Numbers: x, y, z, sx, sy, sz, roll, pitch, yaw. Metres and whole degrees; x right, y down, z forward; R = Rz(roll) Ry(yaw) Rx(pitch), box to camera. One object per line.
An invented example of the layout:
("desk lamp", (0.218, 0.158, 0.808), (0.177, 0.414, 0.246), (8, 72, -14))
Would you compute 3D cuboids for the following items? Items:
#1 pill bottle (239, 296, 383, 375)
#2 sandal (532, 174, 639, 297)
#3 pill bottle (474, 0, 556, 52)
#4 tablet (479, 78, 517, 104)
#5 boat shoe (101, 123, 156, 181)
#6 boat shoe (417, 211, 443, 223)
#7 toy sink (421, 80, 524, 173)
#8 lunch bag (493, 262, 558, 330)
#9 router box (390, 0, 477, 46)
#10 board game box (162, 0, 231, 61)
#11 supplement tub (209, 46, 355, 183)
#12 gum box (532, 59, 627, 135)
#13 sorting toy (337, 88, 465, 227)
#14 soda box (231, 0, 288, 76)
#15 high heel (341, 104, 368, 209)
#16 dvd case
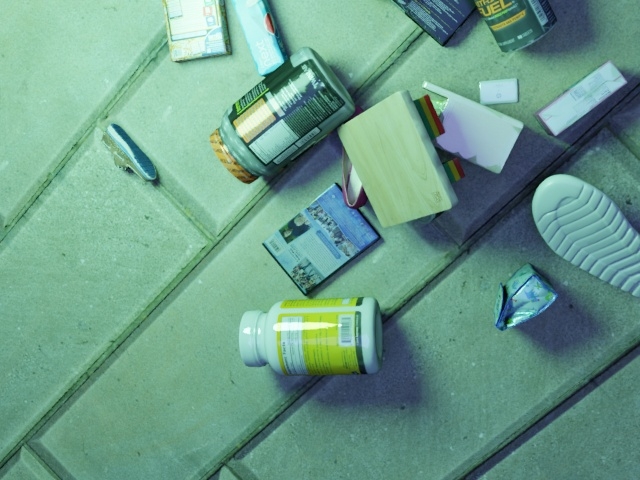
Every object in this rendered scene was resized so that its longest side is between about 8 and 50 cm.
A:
("pill bottle", (-0.021, 0.238, 1.593), (0.334, 0.188, 0.187), (-3, 100, 12))
("sandal", (0.642, -0.004, 1.468), (0.416, 0.102, 0.169), (38, 120, -11))
("pill bottle", (0.388, -0.536, 1.367), (0.131, 0.130, 0.245), (-31, 109, 15))
("tablet", (0.412, -0.344, 1.492), (0.083, 0.006, 0.054), (-3, 100, 12))
("boat shoe", (-0.498, -0.215, 1.672), (0.066, 0.066, 0.183), (-42, 80, 20))
("boat shoe", (0.218, -0.151, 1.537), (0.081, 0.069, 0.227), (-29, 89, 55))
("toy sink", (0.315, -0.252, 1.453), (0.234, 0.153, 0.131), (25, 105, 5))
("lunch bag", (0.463, 0.137, 1.507), (0.096, 0.129, 0.151), (41, 107, 3))
("router box", (0.257, -0.550, 1.464), (0.179, 0.046, 0.133), (42, 105, 1))
("board game box", (-0.305, -0.544, 1.577), (0.147, 0.045, 0.193), (-4, 99, 12))
("supplement tub", (-0.093, -0.283, 1.508), (0.316, 0.193, 0.193), (-35, 92, 15))
("gum box", (0.568, -0.313, 1.414), (0.188, 0.107, 0.062), (-38, 91, 15))
("sorting toy", (0.183, -0.179, 1.411), (0.089, 0.255, 0.257), (-28, 95, -29))
("soda box", (-0.143, -0.502, 1.542), (0.071, 0.067, 0.210), (-19, 97, 14))
("high heel", (0.080, -0.197, 1.527), (0.082, 0.117, 0.243), (5, 101, 11))
("dvd case", (0.000, 0.000, 1.630), (0.253, 0.022, 0.180), (-39, 92, 15))
